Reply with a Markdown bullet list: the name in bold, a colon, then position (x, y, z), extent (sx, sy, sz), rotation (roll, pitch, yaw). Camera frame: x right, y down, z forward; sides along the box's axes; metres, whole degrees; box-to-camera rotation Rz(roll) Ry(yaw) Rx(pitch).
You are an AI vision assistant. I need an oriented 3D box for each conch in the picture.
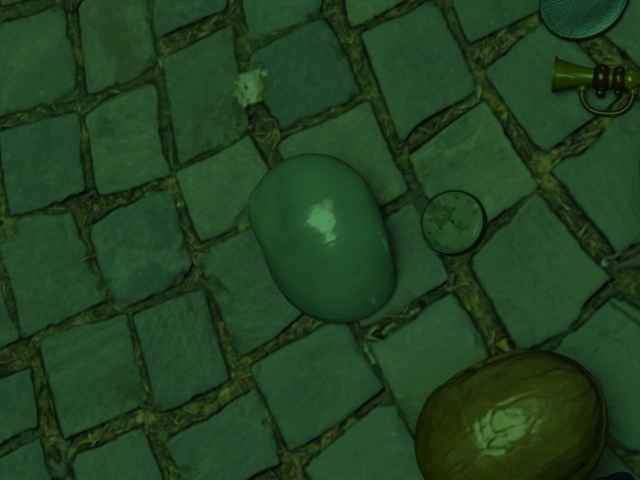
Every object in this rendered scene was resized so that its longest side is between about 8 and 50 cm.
- **conch**: position (-0.004, 0.000, 1.803), extent (0.185, 0.121, 0.221), rotation (-46, 72, 37)

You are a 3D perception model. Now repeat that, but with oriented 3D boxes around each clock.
- **clock**: position (0.163, -0.022, 1.790), extent (0.085, 0.017, 0.085), rotation (-3, 79, 18)

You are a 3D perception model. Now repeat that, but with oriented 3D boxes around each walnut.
- **walnut**: position (0.217, 0.219, 1.635), extent (0.226, 0.193, 0.193), rotation (-26, 73, 3)

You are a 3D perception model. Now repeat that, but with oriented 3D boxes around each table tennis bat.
- **table tennis bat**: position (0.342, -0.307, 1.784), extent (0.155, 0.019, 0.100), rotation (-31, 72, 12)

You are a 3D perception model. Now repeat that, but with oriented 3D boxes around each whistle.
- **whistle**: position (0.332, -0.187, 1.753), extent (0.109, 0.046, 0.057), rotation (11, 69, 14)

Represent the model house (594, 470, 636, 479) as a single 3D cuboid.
- **model house**: position (0.414, 0.377, 1.407), extent (0.445, 0.400, 0.395), rotation (-40, 59, 6)
